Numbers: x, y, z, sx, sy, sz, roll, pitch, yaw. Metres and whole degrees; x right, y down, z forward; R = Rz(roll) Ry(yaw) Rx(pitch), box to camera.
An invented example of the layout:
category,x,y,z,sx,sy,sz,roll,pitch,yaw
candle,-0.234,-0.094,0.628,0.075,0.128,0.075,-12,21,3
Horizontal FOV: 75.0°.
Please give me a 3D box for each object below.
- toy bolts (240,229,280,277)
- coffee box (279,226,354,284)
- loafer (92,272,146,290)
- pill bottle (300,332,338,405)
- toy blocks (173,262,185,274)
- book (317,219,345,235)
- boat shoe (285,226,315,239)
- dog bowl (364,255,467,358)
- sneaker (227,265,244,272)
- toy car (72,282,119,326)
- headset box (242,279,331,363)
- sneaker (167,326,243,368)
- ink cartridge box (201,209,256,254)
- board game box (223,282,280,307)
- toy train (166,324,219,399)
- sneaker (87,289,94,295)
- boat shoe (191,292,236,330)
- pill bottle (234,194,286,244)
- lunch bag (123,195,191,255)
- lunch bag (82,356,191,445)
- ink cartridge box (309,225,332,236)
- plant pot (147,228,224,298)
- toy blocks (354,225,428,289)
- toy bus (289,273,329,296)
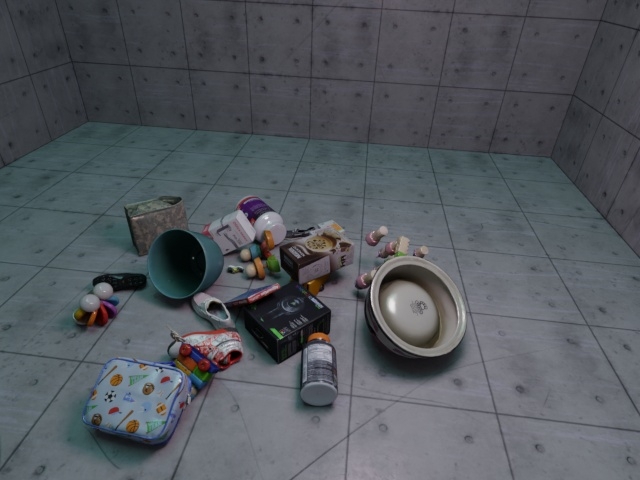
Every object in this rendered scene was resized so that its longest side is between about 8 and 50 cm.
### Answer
category,x,y,z,sx,sy,sz,roll,pitch,yaw
toy bolts,-0.308,0.057,2.011,0.158,0.218,0.228,-15,19,-14
coffee box,-0.016,0.065,1.873,0.297,0.119,0.168,-21,40,-29
loafer,-0.902,0.185,1.881,0.223,0.076,0.078,-3,-3,-11
pill bottle,-0.006,0.447,1.487,0.130,0.130,0.246,2,33,-1
toy blocks,-0.723,0.130,1.982,0.148,0.054,0.123,14,36,17
book,0.060,-0.062,2.345,0.096,0.035,0.144,-17,38,-22
boat shoe,-0.127,-0.048,2.279,0.206,0.065,0.075,0,34,-3
dog bowl,0.352,0.272,1.628,0.407,0.150,0.408,9,58,-15
sneaker,-0.409,0.144,2.009,0.083,0.031,0.035,4,47,10
toy car,-0.900,0.274,1.698,0.136,0.159,0.182,39,35,-8
headset box,-0.142,0.319,1.669,0.283,0.131,0.246,-23,41,-32
sneaker,-0.422,0.413,1.546,0.270,0.090,0.145,-9,33,-21
ink cartridge box,-0.455,-0.035,2.078,0.217,0.159,0.092,-24,28,15
board game box,-0.291,0.232,1.729,0.145,0.027,0.281,-26,3,-34
toy train,-0.489,0.425,1.455,0.248,0.105,0.143,32,78,16
sneaker,-0.966,0.241,1.821,0.118,0.067,0.042,-14,25,33
boat shoe,-0.447,0.279,1.738,0.277,0.096,0.098,29,44,35
pill bottle,-0.321,-0.105,2.246,0.181,0.182,0.323,-20,39,-30
lunch bag,-0.825,-0.089,2.139,0.287,0.235,0.169,-18,36,-27
lunch bag,-0.568,0.499,1.326,0.303,0.115,0.243,8,57,9
ink cartridge box,0.000,0.000,2.111,0.104,0.180,0.060,-16,38,-26
plant pot,-0.568,0.096,1.846,0.293,0.293,0.235,14,4,16
toy blocks,0.317,0.142,1.927,0.309,0.260,0.289,22,62,-13
toy bus,-0.021,0.139,1.970,0.130,0.108,0.333,12,35,17
